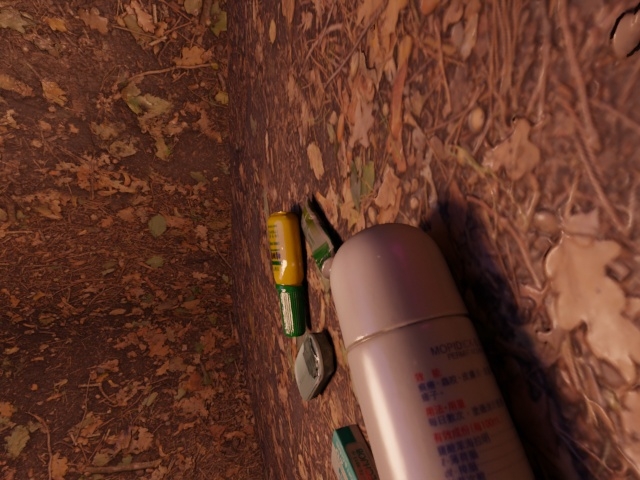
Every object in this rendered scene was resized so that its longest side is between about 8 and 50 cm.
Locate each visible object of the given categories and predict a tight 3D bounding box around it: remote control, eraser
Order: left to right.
[{"bbox_3d":[-0.018,0.291,0.941,0.247,0.052,0.104,108,148,-52],"label":"remote control"},{"bbox_3d":[0.079,0.434,0.696,0.225,0.052,0.095,-128,37,-59],"label":"eraser"}]

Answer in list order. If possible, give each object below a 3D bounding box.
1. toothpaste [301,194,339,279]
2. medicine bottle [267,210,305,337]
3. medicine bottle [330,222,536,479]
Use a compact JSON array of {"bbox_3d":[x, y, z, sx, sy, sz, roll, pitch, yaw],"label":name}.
[{"bbox_3d":[0.000,0.000,0.791,0.248,0.047,0.078,-118,31,-53],"label":"toothpaste"},{"bbox_3d":[-0.076,0.082,1.004,0.111,0.076,0.308,-176,79,-73],"label":"medicine bottle"},{"bbox_3d":[0.099,0.141,0.391,0.130,0.131,0.340,117,142,-60],"label":"medicine bottle"}]
